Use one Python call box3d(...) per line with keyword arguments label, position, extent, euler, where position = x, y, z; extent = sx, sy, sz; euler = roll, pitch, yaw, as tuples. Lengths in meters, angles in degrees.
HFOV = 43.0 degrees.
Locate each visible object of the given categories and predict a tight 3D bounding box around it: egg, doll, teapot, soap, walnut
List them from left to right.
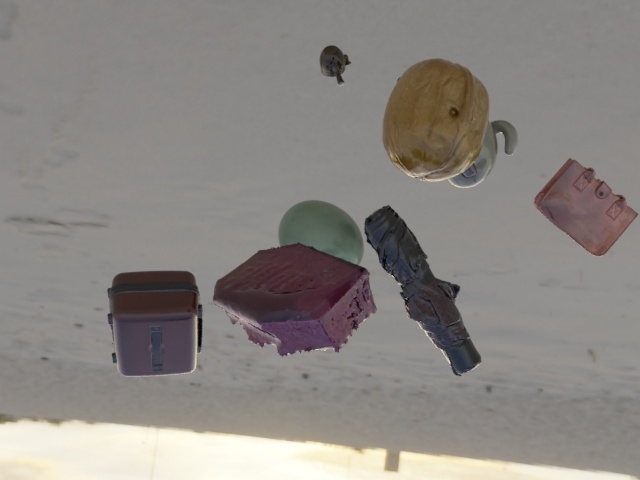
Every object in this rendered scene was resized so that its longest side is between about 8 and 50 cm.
box3d(label="soap", position=(-0.059, 0.113, 1.629), extent=(0.220, 0.127, 0.325), euler=(-38, -149, -25))
box3d(label="egg", position=(0.000, 0.000, 2.157), extent=(0.203, 0.203, 0.282), euler=(13, -164, -37))
box3d(label="teapot", position=(0.046, -0.452, 2.101), extent=(0.085, 0.110, 0.080), euler=(-18, 141, -6))
box3d(label="walnut", position=(0.213, -0.219, 1.482), extent=(0.193, 0.226, 0.193), euler=(25, 172, 4))
box3d(label="doll", position=(0.326, -0.269, 2.128), extent=(0.370, 0.226, 0.215), euler=(11, -144, -44))

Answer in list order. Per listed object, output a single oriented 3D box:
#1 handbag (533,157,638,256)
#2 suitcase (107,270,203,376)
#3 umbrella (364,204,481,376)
box3d(label="handbag", position=(0.639, -0.079, 1.958), extent=(0.212, 0.157, 0.059), euler=(39, -172, -7))
box3d(label="suitcase", position=(-0.423, 0.217, 2.095), extent=(0.236, 0.161, 0.297), euler=(-2, 137, -11))
box3d(label="umbrella", position=(0.175, 0.089, 1.389), extent=(0.090, 0.326, 0.094), euler=(-27, -175, 45))
